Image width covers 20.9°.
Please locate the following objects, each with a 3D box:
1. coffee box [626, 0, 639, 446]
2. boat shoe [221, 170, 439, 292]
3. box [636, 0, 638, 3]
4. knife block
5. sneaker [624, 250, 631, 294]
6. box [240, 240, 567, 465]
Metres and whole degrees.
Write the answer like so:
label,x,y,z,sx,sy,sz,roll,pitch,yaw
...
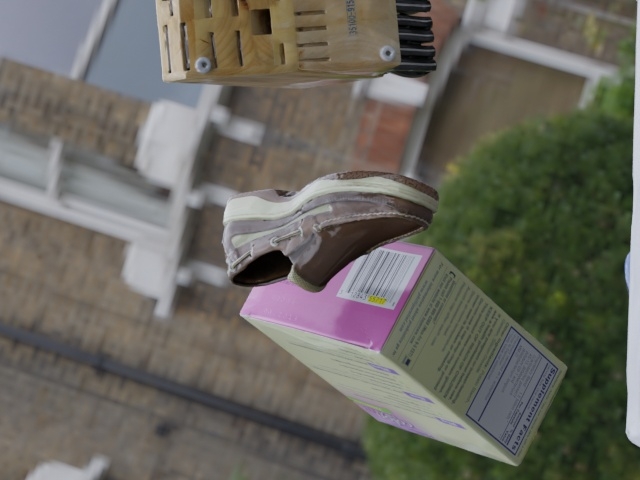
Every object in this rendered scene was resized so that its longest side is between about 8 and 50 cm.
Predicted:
label,x,y,z,sx,sy,sz,roll,pitch,yaw
coffee box,0.404,-0.016,0.953,0.334,0.338,0.338,-19,-60,-27
boat shoe,0.006,0.002,1.555,0.257,0.095,0.095,-10,66,52
box,0.563,-0.326,2.379,0.207,0.153,0.108,-36,32,5
knife block,-0.021,-0.184,1.573,0.242,0.276,0.088,172,93,-78
sneaker,0.366,0.110,1.862,0.081,0.090,0.232,-35,-73,-34
box,0.085,0.101,1.740,0.243,0.214,0.117,41,-109,-37
